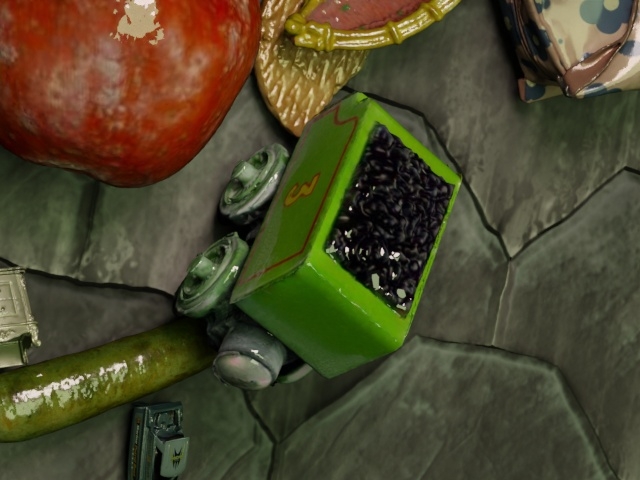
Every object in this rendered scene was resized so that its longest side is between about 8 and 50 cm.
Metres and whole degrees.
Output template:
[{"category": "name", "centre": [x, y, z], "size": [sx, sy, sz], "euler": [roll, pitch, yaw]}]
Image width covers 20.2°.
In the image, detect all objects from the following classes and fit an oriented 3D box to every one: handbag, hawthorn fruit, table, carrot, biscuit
[{"category": "handbag", "centre": [0.290, -0.277, 1.977], "size": [0.193, 0.190, 0.251], "euler": [-24, 97, -17]}, {"category": "hawthorn fruit", "centre": [-0.202, -0.191, 1.702], "size": [0.284, 0.284, 0.284], "euler": [-2, 95, -27]}, {"category": "table", "centre": [-0.321, 0.078, 1.743], "size": [0.079, 0.062, 0.083], "euler": [-6, 70, -25]}, {"category": "carrot", "centre": [-0.180, 0.125, 1.834], "size": [0.358, 0.074, 0.074], "euler": [-18, 102, -26]}, {"category": "biscuit", "centre": [-0.004, -0.225, 1.912], "size": [0.144, 0.033, 0.224], "euler": [36, 76, -25]}]

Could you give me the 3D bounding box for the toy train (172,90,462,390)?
[{"category": "toy train", "centre": [0.000, 0.000, 1.789], "size": [0.173, 0.249, 0.307], "euler": [40, 48, -20]}]

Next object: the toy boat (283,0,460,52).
[{"category": "toy boat", "centre": [0.098, -0.289, 1.871], "size": [0.318, 0.141, 0.099], "euler": [-39, 150, -9]}]

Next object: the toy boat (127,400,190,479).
[{"category": "toy boat", "centre": [-0.170, 0.237, 1.855], "size": [0.055, 0.060, 0.141], "euler": [-4, 102, -51]}]
